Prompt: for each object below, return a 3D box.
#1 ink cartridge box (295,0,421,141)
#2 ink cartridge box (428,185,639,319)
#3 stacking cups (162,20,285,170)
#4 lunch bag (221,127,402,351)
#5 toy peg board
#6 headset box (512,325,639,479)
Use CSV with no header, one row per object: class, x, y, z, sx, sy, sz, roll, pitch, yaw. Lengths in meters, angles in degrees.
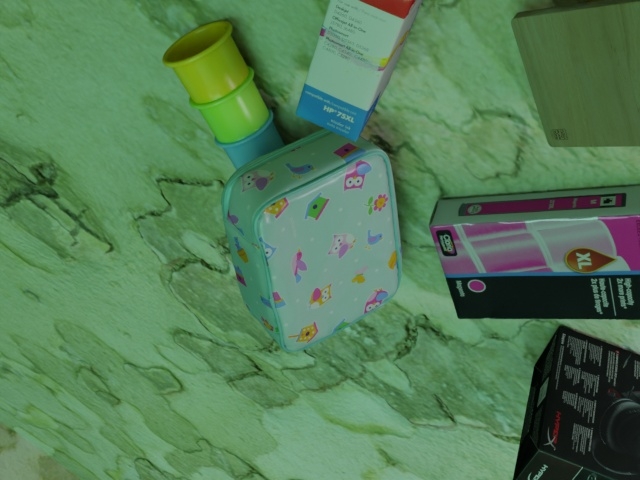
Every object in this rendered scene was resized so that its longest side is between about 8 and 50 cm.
ink cartridge box,0.056,-0.236,0.801,0.078,0.134,0.231,25,137,3
ink cartridge box,0.336,0.020,0.968,0.371,0.069,0.175,-4,129,25
stacking cups,-0.081,-0.129,1.012,0.096,0.096,0.316,-8,131,31
lunch bag,0.000,0.000,1.001,0.108,0.224,0.279,40,152,40
toy peg board,0.304,-0.184,0.792,0.161,0.079,0.161,5,134,42
headset box,0.432,0.273,1.045,0.293,0.218,0.110,20,137,7
